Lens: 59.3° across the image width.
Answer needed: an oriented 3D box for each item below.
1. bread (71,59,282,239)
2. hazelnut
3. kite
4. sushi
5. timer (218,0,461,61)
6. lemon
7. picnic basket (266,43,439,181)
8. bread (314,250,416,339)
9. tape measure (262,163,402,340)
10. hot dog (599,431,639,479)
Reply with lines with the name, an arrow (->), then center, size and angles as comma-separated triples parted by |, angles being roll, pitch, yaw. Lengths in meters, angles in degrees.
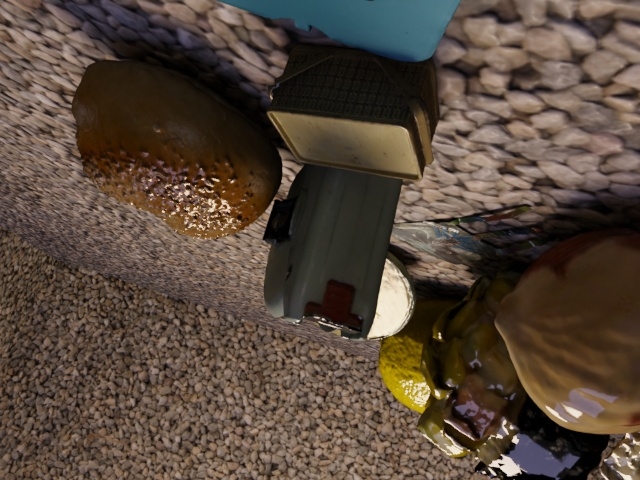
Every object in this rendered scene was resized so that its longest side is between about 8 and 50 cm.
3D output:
bread -> -0.154, -0.094, 0.739 | 0.192, 0.171, 0.314 | 14, 163, 29
hazelnut -> 0.342, 0.107, 0.695 | 0.241, 0.261, 0.261 | 11, 163, -2
kite -> 0.226, -0.006, 0.871 | 0.169, 0.015, 0.310 | 25, 163, -16
sushi -> 0.301, 0.225, 0.937 | 0.285, 0.328, 0.329 | 16, 157, 8
timer -> -0.005, -0.226, 0.381 | 0.231, 0.091, 0.250 | 18, 175, 0
lemon -> 0.276, 0.253, 1.209 | 0.321, 0.268, 0.268 | 3, 157, 28
picnic basket -> 0.038, -0.129, 0.577 | 0.164, 0.079, 0.115 | 13, 164, 20
bread -> 0.060, 0.095, 1.120 | 0.267, 0.040, 0.267 | 12, 128, 16
tape measure -> 0.001, 0.000, 0.729 | 0.125, 0.243, 0.246 | 21, 163, -17
hot dog -> 0.608, 0.232, 0.682 | 0.365, 0.196, 0.367 | -17, 173, -35
